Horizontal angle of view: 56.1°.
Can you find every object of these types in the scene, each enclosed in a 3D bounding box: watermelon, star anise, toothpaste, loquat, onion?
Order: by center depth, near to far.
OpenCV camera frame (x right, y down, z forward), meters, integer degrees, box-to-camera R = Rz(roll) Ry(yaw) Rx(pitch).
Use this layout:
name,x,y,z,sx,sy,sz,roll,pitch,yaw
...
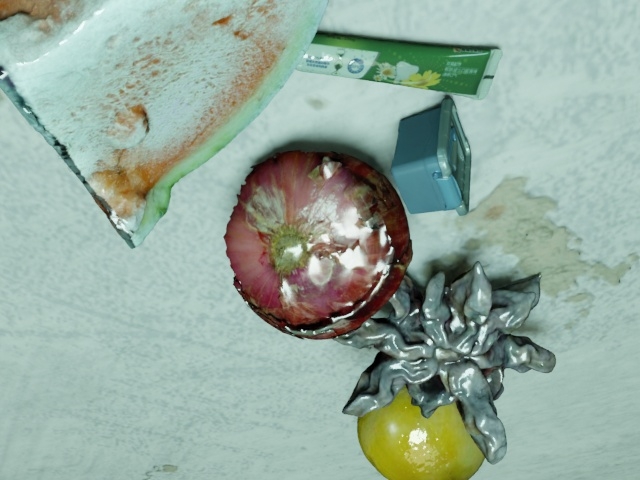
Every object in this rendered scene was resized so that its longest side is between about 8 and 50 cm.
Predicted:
name,x,y,z,sx,sy,sz,roll,pitch,yaw
watermelon,-0.119,-0.132,0.403,0.289,0.214,0.320,-12,118,6
toothpaste,0.053,-0.152,0.513,0.204,0.031,0.049,4,131,-9
onion,0.000,0.000,0.584,0.183,0.147,0.184,1,98,11
star anise,0.139,0.115,0.670,0.282,0.129,0.212,15,99,-2
loquat,0.135,0.234,0.774,0.172,0.149,0.205,5,114,-6

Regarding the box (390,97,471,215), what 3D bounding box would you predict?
name,x,y,z,sx,sy,sz,roll,pitch,yaw
box,0.101,-0.072,0.543,0.054,0.099,0.074,-9,133,25
